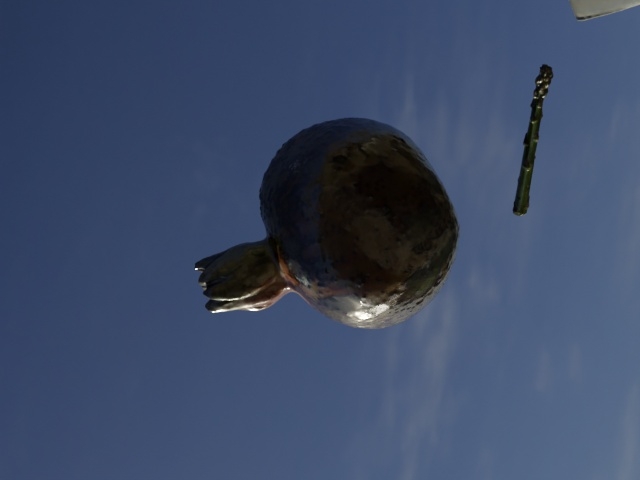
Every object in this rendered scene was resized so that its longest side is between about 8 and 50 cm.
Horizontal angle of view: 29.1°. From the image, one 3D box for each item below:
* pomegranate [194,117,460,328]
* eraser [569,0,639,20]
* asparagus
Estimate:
[{"bbox_3d":[0.000,0.000,1.582,0.285,0.340,0.285,63,180,1],"label":"pomegranate"},{"bbox_3d":[0.165,-0.135,0.545,0.122,0.052,0.029,-30,-79,-25],"label":"eraser"},{"bbox_3d":[0.274,-0.129,1.598,0.024,0.025,0.248,-36,-35,-34],"label":"asparagus"}]
